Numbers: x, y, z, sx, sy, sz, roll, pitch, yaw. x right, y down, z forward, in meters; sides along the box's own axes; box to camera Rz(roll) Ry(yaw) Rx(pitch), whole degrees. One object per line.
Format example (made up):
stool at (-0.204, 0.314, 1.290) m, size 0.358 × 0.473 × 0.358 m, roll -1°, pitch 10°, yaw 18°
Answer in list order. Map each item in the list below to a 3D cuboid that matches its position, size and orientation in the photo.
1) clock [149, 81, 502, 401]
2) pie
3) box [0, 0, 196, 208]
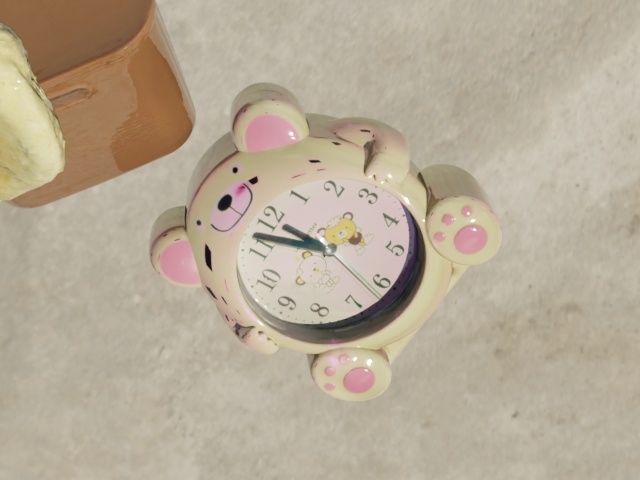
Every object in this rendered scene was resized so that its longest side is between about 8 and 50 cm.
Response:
clock at (0.000, 0.000, 1.147) m, size 0.309 × 0.114 × 0.284 m, roll 28°, pitch 113°, yaw -19°
pie at (-0.252, -0.089, 0.670) m, size 0.218 × 0.052 × 0.185 m, roll 15°, pitch 150°, yaw 13°
box at (-0.281, -0.229, 1.035) m, size 0.239 × 0.339 × 0.229 m, roll -22°, pitch 159°, yaw -2°
